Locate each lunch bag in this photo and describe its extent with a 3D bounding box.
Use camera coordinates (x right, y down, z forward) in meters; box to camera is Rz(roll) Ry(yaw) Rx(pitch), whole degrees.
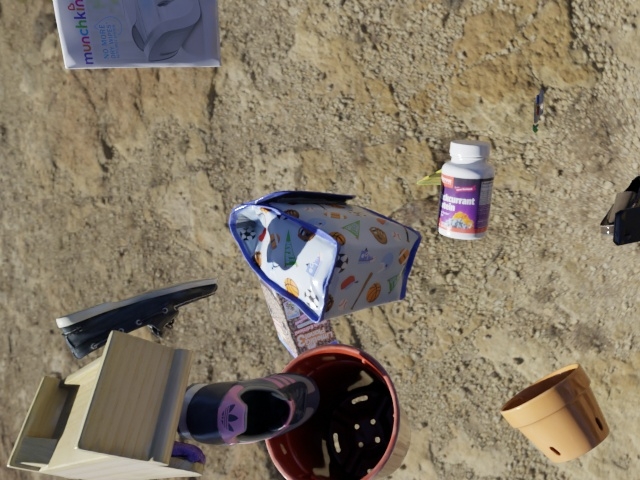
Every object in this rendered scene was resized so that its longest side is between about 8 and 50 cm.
[{"bbox_3d":[0.000,0.000,1.268,0.385,0.327,0.239,30,113,41],"label":"lunch bag"}]

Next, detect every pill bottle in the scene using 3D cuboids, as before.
[{"bbox_3d":[0.305,-0.108,1.053,0.108,0.108,0.194,15,113,36],"label":"pill bottle"}]

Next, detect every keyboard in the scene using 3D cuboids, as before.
[{"bbox_3d":[0.712,-0.031,1.071,0.180,0.023,0.108,-11,109,-1],"label":"keyboard"}]

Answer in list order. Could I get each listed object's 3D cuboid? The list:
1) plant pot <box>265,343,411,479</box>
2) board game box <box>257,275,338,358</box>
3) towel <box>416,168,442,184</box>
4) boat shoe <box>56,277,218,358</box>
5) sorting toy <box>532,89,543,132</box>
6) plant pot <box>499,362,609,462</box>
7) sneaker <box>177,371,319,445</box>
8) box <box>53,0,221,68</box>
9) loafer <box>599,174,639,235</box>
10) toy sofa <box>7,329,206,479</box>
[{"bbox_3d":[0.064,0.385,1.047,0.272,0.265,0.273,-11,59,19],"label":"plant pot"},{"bbox_3d":[-0.082,0.217,1.663,0.232,0.141,0.291,25,135,66],"label":"board game box"},{"bbox_3d":[0.429,-0.225,1.781,0.237,0.102,0.021,158,107,-80],"label":"towel"},{"bbox_3d":[-0.379,0.168,1.100,0.127,0.340,0.113,-12,93,59],"label":"boat shoe"},{"bbox_3d":[0.484,-0.285,1.122,0.012,0.062,0.083,3,83,11],"label":"sorting toy"},{"bbox_3d":[0.744,0.547,1.569,0.291,0.290,0.204,-42,70,31],"label":"plant pot"},{"bbox_3d":[-0.073,0.277,0.816,0.131,0.319,0.112,-7,80,34],"label":"sneaker"},{"bbox_3d":[-0.278,-0.401,0.750,0.127,0.231,0.262,-128,36,-56],"label":"box"},{"bbox_3d":[0.846,-0.100,1.406,0.078,0.220,0.080,50,162,-15],"label":"loafer"},{"bbox_3d":[-0.312,0.267,0.756,0.362,0.177,0.150,-30,43,43],"label":"toy sofa"}]
